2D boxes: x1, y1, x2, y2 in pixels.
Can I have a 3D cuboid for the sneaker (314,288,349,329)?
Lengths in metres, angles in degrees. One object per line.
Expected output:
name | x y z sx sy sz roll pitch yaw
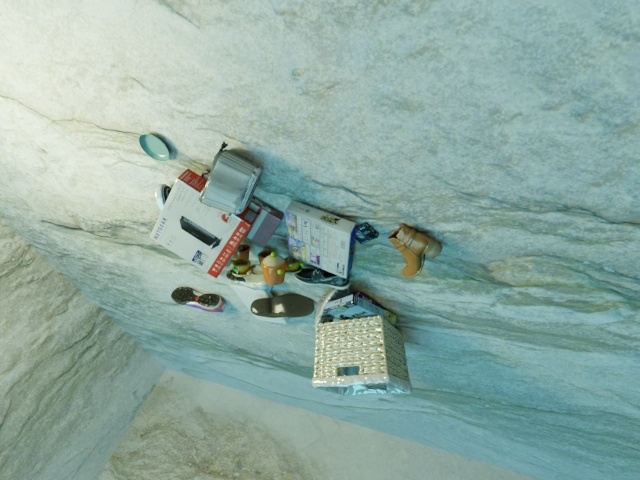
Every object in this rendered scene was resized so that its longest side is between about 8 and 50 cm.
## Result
sneaker | 0.028 0.269 1.800 0.105 0.115 0.281 8 132 -28

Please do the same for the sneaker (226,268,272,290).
sneaker | -0.328 0.186 1.920 0.238 0.085 0.086 11 137 21

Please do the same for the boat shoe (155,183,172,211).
boat shoe | -0.545 -0.104 1.674 0.102 0.108 0.301 -10 126 15

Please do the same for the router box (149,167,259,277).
router box | -0.438 -0.052 1.557 0.301 0.082 0.335 33 127 -9

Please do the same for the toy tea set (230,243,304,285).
toy tea set | -0.241 0.065 1.660 0.337 0.200 0.124 10 117 21

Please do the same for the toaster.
toaster | -0.285 -0.193 1.359 0.147 0.129 0.226 25 107 -5

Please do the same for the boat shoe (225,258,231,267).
boat shoe | -0.490 0.045 1.855 0.219 0.077 0.070 43 141 -9

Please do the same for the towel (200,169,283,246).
towel | -0.317 -0.115 1.582 0.329 0.037 0.237 32 144 -7

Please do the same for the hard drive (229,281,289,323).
hard drive | -0.304 0.309 2.096 0.203 0.040 0.307 2 138 28

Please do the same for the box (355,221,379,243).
box | 0.149 -0.024 1.432 0.067 0.018 0.083 41 142 -21

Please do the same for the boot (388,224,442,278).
boot | 0.286 0.034 1.384 0.153 0.072 0.197 29 132 -7

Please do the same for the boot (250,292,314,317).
boot | -0.167 0.319 1.974 0.306 0.112 0.115 -3 155 15

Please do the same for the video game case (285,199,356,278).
video game case | 0.000 0.000 1.500 0.245 0.061 0.269 20 144 15

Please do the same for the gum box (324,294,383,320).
gum box | 0.136 0.284 1.691 0.185 0.041 0.157 28 142 -33

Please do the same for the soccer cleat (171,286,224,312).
soccer cleat | -0.677 0.335 2.300 0.319 0.108 0.116 7 144 19

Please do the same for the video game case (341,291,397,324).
video game case | 0.183 0.323 1.824 0.210 0.041 0.232 35 143 -13

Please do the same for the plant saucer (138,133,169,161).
plant saucer | -0.583 -0.333 1.478 0.120 0.021 0.119 15 143 12

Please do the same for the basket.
basket | 0.178 0.497 1.750 0.329 0.266 0.331 -12 149 24

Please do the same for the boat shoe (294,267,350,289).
boat shoe | 0.004 0.134 1.669 0.234 0.084 0.079 6 131 20
